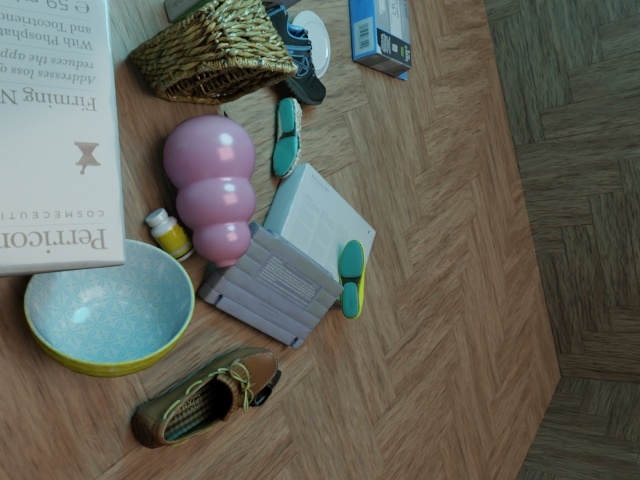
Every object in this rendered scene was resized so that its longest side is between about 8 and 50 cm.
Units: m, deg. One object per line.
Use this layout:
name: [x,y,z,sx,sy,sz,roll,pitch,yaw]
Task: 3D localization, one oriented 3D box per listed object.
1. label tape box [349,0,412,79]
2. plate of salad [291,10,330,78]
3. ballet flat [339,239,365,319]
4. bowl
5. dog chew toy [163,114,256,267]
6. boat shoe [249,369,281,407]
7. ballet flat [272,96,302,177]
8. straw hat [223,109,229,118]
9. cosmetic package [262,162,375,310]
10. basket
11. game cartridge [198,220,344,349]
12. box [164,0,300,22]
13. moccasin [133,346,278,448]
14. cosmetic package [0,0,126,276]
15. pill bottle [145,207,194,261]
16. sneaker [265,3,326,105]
label tape box: [0.252,-0.748,1.921,0.347,0.115,0.249,-2,88,-48]
plate of salad: [-0.036,-0.592,1.613,0.199,0.048,0.200,-13,107,-51]
ballet flat: [0.096,0.114,1.544,0.077,0.077,0.231,11,81,-71]
bowl: [-0.393,0.151,1.002,0.289,0.289,0.156,-38,158,-45]
dog chew toy: [-0.235,-0.105,1.190,0.206,0.206,0.332,-6,86,-50]
boat shoe: [-0.141,0.388,1.391,0.133,0.042,0.049,-41,115,-45]
ballet flat: [-0.082,-0.287,1.501,0.077,0.091,0.241,21,72,-62]
straw hat: [-0.235,-0.246,1.324,0.061,0.144,0.145,-27,112,-8]
cosmetic package: [0.000,0.000,1.555,0.377,0.097,0.285,42,59,-39]
basket: [-0.239,-0.380,1.152,0.213,0.299,0.223,-54,125,-38]
game cartridge: [-0.112,0.123,1.362,0.355,0.068,0.230,39,84,-41]
box: [-0.185,-0.601,1.293,0.322,0.232,0.059,-27,102,-48]
moccasin: [-0.231,0.347,1.205,0.380,0.146,0.139,-12,95,-50]
cosmetic package: [-0.495,-0.141,0.758,0.329,0.327,0.394,-4,89,-36]
pill bottle: [-0.336,-0.013,1.182,0.116,0.065,0.065,58,47,-29]
sneaker: [-0.063,-0.497,1.461,0.340,0.139,0.125,31,27,-54]
